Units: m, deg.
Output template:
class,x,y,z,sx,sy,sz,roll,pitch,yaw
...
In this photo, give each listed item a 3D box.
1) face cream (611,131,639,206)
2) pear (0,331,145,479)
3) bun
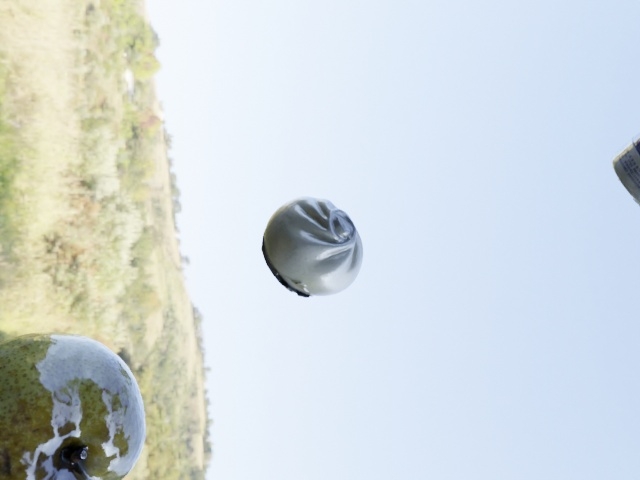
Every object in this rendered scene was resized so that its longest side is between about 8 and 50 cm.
class,x,y,z,sx,sy,sz,roll,pitch,yaw
face cream,0.703,-0.127,1.399,0.111,0.206,0.205,-47,-134,33
pear,-0.221,0.153,0.542,0.137,0.167,0.167,1,-87,47
bun,0.000,0.000,1.096,0.120,0.173,0.172,-42,-129,38
